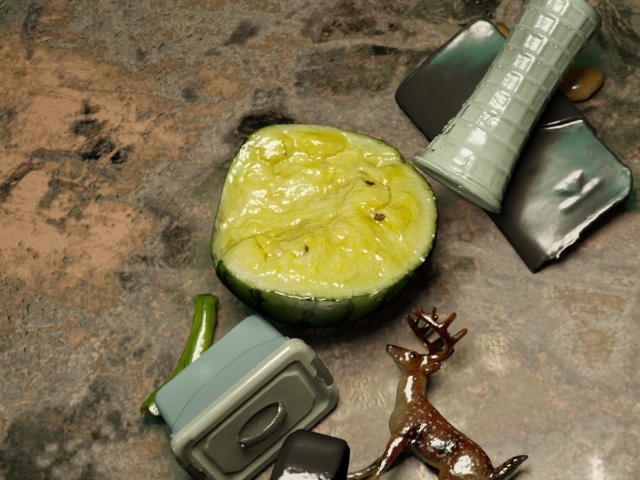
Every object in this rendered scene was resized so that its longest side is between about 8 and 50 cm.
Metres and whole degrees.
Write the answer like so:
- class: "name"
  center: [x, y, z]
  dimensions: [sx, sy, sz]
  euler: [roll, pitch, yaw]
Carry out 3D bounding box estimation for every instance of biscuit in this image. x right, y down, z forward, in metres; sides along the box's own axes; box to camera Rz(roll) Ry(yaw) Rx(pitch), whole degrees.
- class: "biscuit"
  center: [0.302, -0.237, 1.687]
  dimensions: [0.208, 0.047, 0.164]
  euler: [32, 73, 31]

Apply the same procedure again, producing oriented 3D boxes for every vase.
- class: "vase"
  center: [0.260, -0.200, 1.522]
  dimensions: [0.143, 0.143, 0.298]
  euler: [31, 91, 30]

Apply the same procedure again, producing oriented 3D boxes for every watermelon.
- class: "watermelon"
  center: [0.000, 0.000, 1.563]
  dimensions: [0.331, 0.189, 0.330]
  euler: [3, 54, -4]

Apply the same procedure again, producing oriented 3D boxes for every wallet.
- class: "wallet"
  center: [0.276, -0.144, 1.604]
  dimensions: [0.197, 0.051, 0.377]
  euler: [-40, 63, 11]

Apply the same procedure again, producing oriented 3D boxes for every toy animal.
- class: "toy animal"
  center: [0.144, 0.241, 1.452]
  dimensions: [0.243, 0.087, 0.260]
  euler: [41, 78, 19]

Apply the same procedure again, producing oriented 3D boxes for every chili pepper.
- class: "chili pepper"
  center: [-0.193, 0.170, 1.608]
  dimensions: [0.052, 0.050, 0.201]
  euler: [5, 62, 38]

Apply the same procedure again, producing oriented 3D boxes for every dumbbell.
- class: "dumbbell"
  center: [0.095, 0.350, 1.276]
  dimensions: [0.323, 0.203, 0.203]
  euler: [13, 64, 8]

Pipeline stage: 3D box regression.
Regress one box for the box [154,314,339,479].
- class: "box"
  center: [-0.100, 0.219, 1.488]
  dimensions: [0.227, 0.162, 0.130]
  euler: [-41, 46, -8]
